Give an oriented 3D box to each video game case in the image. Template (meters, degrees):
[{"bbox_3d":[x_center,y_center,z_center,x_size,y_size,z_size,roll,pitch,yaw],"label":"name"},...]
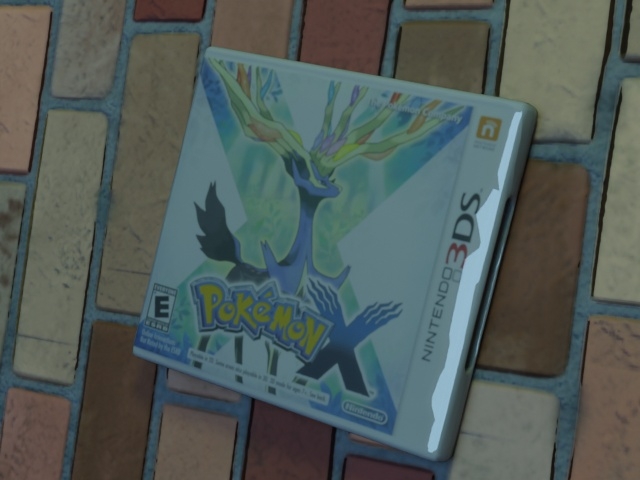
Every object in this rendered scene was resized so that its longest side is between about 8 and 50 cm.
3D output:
[{"bbox_3d":[0.000,0.000,1.074,0.329,0.036,0.299,15,92,31],"label":"video game case"}]
